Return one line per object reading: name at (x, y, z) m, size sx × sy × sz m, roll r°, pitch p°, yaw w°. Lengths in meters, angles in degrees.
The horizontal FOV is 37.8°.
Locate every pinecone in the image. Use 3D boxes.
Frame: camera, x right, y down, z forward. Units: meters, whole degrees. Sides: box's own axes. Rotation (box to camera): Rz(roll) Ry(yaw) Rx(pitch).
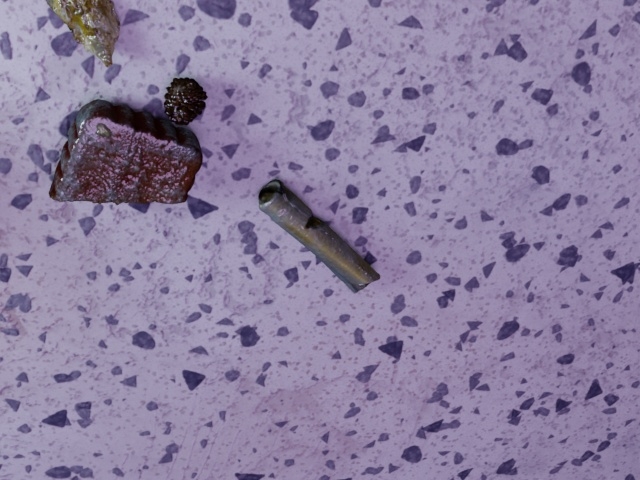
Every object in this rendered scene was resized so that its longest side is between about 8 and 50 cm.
pinecone at (-0.235, -0.240, 1.616) m, size 0.077 × 0.077 × 0.083 m, roll 4°, pitch 146°, yaw -17°

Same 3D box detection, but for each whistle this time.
whistle at (0.000, -0.001, 1.846) m, size 0.068 × 0.057 × 0.326 m, roll -37°, pitch 125°, yaw 15°

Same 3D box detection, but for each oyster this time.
oyster at (-0.384, -0.367, 1.515) m, size 0.122 × 0.045 × 0.146 m, roll 14°, pitch 119°, yaw -7°

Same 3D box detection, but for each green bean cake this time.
green bean cake at (-0.338, -0.132, 1.644) m, size 0.233 × 0.097 × 0.198 m, roll 14°, pitch 118°, yaw -23°
